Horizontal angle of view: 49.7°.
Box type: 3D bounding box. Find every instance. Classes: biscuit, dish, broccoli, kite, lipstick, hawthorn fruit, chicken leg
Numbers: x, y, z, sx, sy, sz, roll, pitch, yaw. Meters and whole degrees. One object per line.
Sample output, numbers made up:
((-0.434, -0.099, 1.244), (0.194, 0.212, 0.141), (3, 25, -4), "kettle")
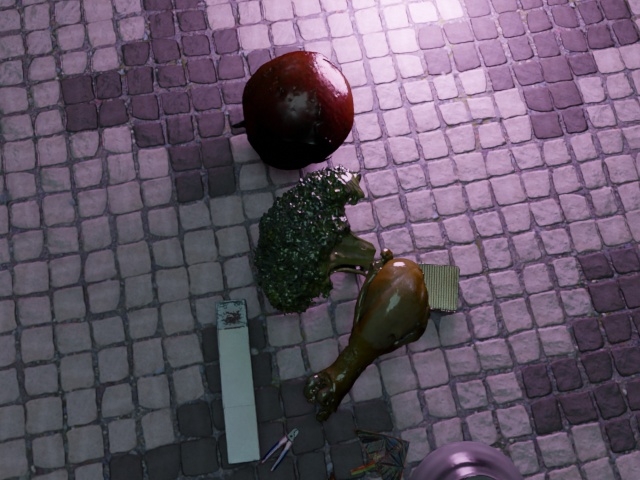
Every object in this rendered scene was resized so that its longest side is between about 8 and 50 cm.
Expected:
((0.247, 0.116, 1.734), (0.199, 0.040, 0.121), (7, 76, -3), "biscuit")
((0.346, 0.612, 1.547), (0.316, 0.106, 0.317), (1, 72, -4), "dish")
((-0.022, -0.008, 1.655), (0.249, 0.302, 0.376), (22, 96, 25), "broccoli")
((0.142, 0.511, 1.615), (0.159, 0.010, 0.190), (-29, 76, -12), "kite")
((-0.194, 0.327, 1.615), (0.079, 0.076, 0.372), (-6, 73, -7), "lipstick")
((-0.054, -0.319, 1.733), (0.315, 0.316, 0.316), (1, 72, -4), "hawthorn fruit")
((0.106, 0.232, 1.618), (0.201, 0.152, 0.429), (39, 87, -24), "chicken leg")

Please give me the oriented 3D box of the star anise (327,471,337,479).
((0.016, 0.652, 1.497), (0.346, 0.148, 0.237), (-29, 54, -10), "star anise")

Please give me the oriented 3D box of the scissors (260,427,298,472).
((-0.090, 0.484, 1.604), (0.039, 0.012, 0.113), (40, 73, 9), "scissors")
